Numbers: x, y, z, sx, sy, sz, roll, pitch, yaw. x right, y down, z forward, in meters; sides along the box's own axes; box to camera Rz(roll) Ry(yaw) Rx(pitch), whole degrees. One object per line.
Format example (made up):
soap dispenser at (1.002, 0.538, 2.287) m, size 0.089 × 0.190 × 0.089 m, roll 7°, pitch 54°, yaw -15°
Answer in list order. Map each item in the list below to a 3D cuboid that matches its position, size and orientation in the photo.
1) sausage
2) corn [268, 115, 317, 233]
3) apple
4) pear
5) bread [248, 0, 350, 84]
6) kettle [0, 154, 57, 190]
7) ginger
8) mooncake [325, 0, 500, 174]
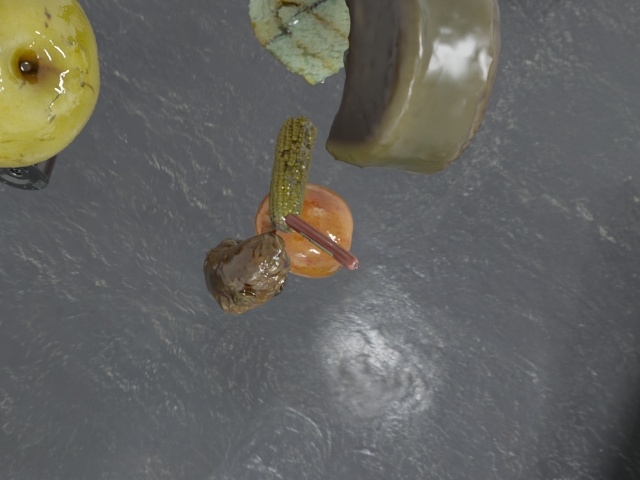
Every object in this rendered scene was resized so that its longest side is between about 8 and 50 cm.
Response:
sausage at (0.000, 0.000, 1.215) m, size 0.029 × 0.029 × 0.223 m, roll -45°, pitch 52°, yaw -13°
corn at (-0.067, -0.163, 1.426) m, size 0.097 × 0.097 × 0.319 m, roll 14°, pitch 60°, yaw -12°
apple at (-0.053, -0.034, 1.890) m, size 0.275 × 0.299 × 0.298 m, roll 11°, pitch 83°, yaw -25°
pear at (-0.521, -0.285, 0.971) m, size 0.349 × 0.348 × 0.347 m, roll 1°, pitch 85°, yaw -13°
bread at (0.030, -0.588, 1.431) m, size 0.395 × 0.239 × 0.263 m, roll -34°, pitch 59°, yaw 24°
kettle at (-0.721, -0.264, 1.484) m, size 0.202 × 0.144 × 0.232 m, roll 28°, pitch 54°, yaw -36°
ginger at (-0.154, 0.073, 1.311) m, size 0.165 × 0.321 × 0.172 m, roll 12°, pitch 83°, yaw -26°
mooncake at (0.144, -0.319, 1.111) m, size 0.247 × 0.394 × 0.392 m, roll 0°, pitch 57°, yaw -21°
